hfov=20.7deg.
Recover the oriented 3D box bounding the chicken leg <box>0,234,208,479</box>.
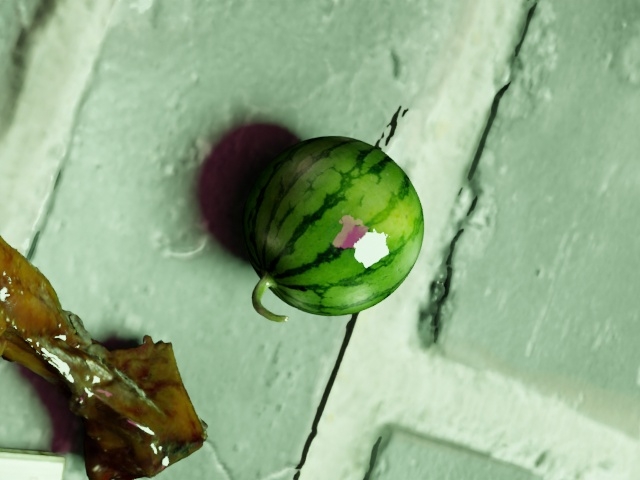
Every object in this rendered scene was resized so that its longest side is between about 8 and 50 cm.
[{"bbox_3d":[-0.161,0.033,0.865,0.304,0.093,0.113,37,68,-36],"label":"chicken leg"}]

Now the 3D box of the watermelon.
[{"bbox_3d":[0.002,-0.005,0.950,0.109,0.109,0.109,-7,103,-31],"label":"watermelon"}]

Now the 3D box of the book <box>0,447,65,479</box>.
[{"bbox_3d":[-0.248,0.177,0.871,0.231,0.022,0.162,10,94,-32],"label":"book"}]
